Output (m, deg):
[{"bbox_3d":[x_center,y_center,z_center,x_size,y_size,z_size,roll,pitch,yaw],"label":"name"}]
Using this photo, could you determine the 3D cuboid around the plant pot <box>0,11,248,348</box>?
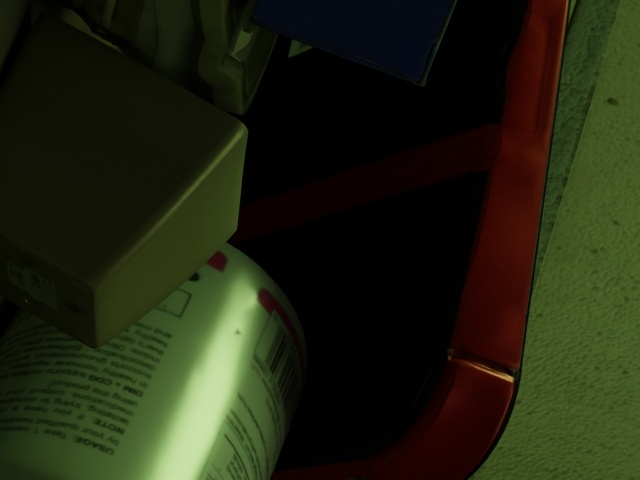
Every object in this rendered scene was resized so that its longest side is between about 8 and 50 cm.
[{"bbox_3d":[-0.107,-0.018,0.862,0.096,0.109,0.109,-55,170,-25],"label":"plant pot"}]

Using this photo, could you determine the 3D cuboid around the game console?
[{"bbox_3d":[0.000,0.000,1.169,0.386,0.060,0.342,-16,-126,52],"label":"game console"}]

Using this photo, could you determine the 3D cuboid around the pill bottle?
[{"bbox_3d":[-0.115,0.129,0.945,0.283,0.160,0.160,-67,174,-52],"label":"pill bottle"}]

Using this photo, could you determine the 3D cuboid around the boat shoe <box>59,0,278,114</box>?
[{"bbox_3d":[-0.067,-0.137,0.774,0.302,0.103,0.113,102,9,-71],"label":"boat shoe"}]

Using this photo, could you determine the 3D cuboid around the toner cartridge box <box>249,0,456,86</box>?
[{"bbox_3d":[0.047,-0.173,0.866,0.348,0.075,0.165,-65,176,-79],"label":"toner cartridge box"}]
